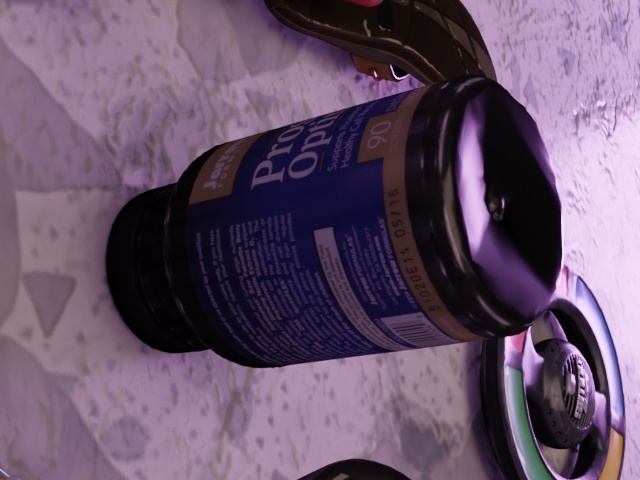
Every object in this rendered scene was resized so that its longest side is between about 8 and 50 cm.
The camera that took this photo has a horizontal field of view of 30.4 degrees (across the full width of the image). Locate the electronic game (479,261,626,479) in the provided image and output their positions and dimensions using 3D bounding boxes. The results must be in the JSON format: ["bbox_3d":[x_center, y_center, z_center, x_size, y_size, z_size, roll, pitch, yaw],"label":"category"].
[{"bbox_3d":[0.198,0.126,0.971,0.229,0.048,0.229,18,67,-50],"label":"electronic game"}]

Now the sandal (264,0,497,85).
[{"bbox_3d":[0.040,-0.145,0.832,0.219,0.060,0.090,11,65,-37],"label":"sandal"}]

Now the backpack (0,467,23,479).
[{"bbox_3d":[-0.157,0.162,0.398,0.188,0.144,0.166,-63,151,-29],"label":"backpack"}]

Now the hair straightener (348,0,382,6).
[{"bbox_3d":[-0.062,-0.190,0.701,0.230,0.047,0.089,-1,39,-37],"label":"hair straightener"}]

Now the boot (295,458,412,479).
[{"bbox_3d":[-0.070,0.232,0.427,0.096,0.280,0.264,23,53,-14],"label":"boot"}]

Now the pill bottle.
[{"bbox_3d":[0.000,0.000,0.594,0.122,0.219,0.123,19,65,-50],"label":"pill bottle"}]
